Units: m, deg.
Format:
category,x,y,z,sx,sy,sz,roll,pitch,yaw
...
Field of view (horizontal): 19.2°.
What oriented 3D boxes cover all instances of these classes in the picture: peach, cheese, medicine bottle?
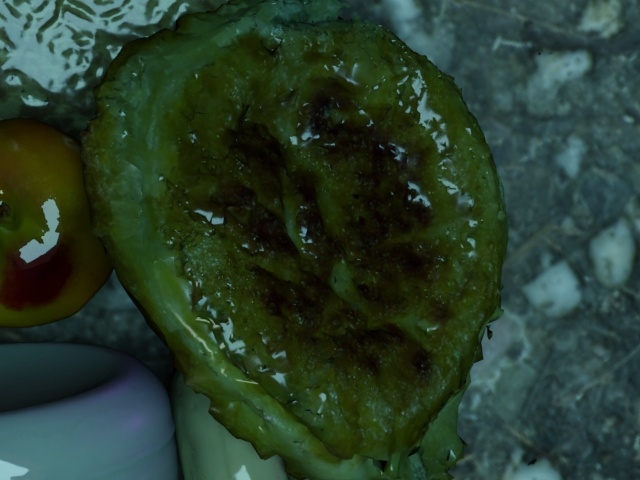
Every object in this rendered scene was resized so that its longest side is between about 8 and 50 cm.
category,x,y,z,sx,sy,sz,roll,pitch,yaw
peach,-0.192,-0.007,1.233,0.138,0.138,0.138,-2,99,-13
cheese,-0.046,0.198,1.245,0.070,0.249,0.163,-11,145,0
medicine bottle,-0.203,0.234,1.208,0.241,0.241,0.302,-6,100,-12

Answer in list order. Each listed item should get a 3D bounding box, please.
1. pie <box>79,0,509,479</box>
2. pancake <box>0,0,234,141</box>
category,x,y,z,sx,sy,sz,roll,pitch,yaw
pie,0.000,0.000,1.226,0.354,0.103,0.288,44,52,-20
pancake,-0.147,-0.164,1.267,0.212,0.029,0.235,-34,104,-5
